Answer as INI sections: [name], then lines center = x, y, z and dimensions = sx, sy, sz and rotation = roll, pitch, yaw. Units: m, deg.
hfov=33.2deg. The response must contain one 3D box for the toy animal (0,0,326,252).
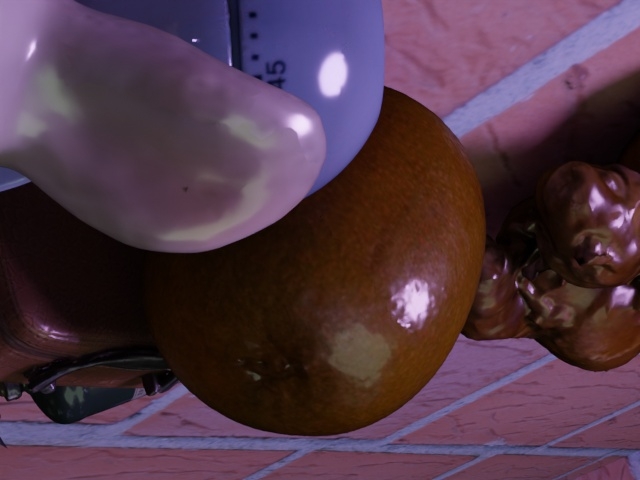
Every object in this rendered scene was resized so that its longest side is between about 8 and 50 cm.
[toy animal]
center = -0.191, -0.074, 0.349
dimensions = 0.368, 0.196, 0.241
rotation = -9, 173, 6

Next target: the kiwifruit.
[kiwifruit]
center = 0.000, 0.000, 0.651
dimensions = 0.196, 0.234, 0.196
rotation = 7, 134, 8

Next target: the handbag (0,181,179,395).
[handbag]
center = -0.147, 0.024, 0.676
dimensions = 0.072, 0.151, 0.193
rotation = -30, 153, 27

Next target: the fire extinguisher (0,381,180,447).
[fire extinguisher]
center = -0.145, 0.072, 0.802
dimensions = 0.294, 0.093, 0.118
rotation = -18, 123, -27

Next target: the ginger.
[ginger]
center = 0.260, -0.006, 0.928
dimensions = 0.274, 0.152, 0.357
rotation = 12, 144, -29

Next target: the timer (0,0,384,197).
[timer]
center = -0.092, -0.092, 0.513
dimensions = 0.256, 0.175, 0.175
rotation = 4, 161, 16
